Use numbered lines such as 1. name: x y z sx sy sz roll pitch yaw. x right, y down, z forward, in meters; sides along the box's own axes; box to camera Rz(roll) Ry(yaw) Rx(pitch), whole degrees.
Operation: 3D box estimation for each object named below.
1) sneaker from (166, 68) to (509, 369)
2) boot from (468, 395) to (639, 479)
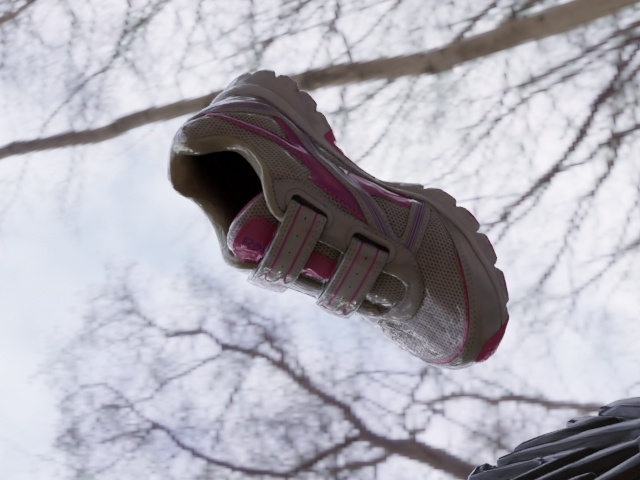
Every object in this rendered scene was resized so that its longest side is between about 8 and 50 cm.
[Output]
1. sneaker: 0.000 0.000 0.980 0.252 0.103 0.111 37 -142 20
2. boot: 0.249 0.263 0.641 0.367 0.146 0.445 -24 -80 1
